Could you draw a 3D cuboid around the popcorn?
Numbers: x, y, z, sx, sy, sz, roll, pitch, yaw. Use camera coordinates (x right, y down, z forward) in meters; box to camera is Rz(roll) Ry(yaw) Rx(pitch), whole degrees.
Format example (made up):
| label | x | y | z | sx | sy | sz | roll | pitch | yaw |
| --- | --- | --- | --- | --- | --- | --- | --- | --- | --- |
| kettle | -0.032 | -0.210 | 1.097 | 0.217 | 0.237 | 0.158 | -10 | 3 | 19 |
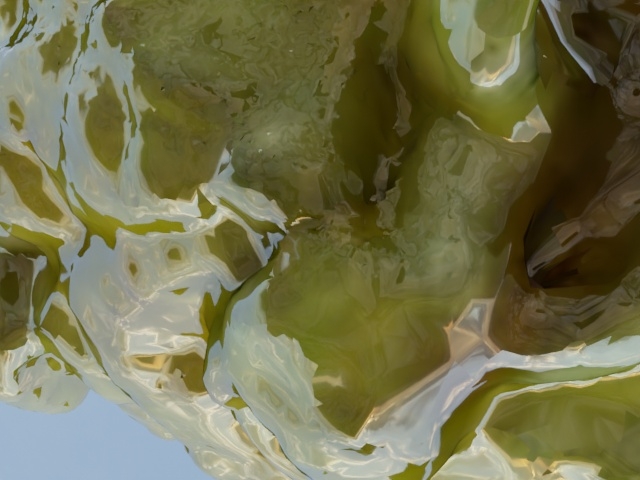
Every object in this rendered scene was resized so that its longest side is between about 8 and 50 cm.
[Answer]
| label | x | y | z | sx | sy | sz | roll | pitch | yaw |
| --- | --- | --- | --- | --- | --- | --- | --- | --- | --- |
| popcorn | 0.015 | -0.020 | 0.470 | 0.250 | 0.242 | 0.235 | 11 | -146 | -3 |
